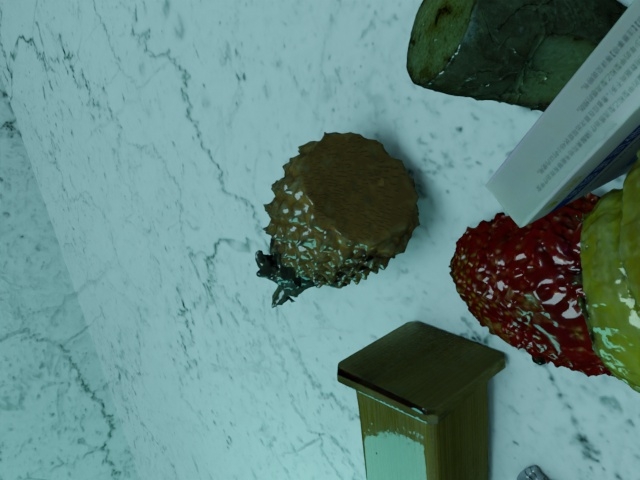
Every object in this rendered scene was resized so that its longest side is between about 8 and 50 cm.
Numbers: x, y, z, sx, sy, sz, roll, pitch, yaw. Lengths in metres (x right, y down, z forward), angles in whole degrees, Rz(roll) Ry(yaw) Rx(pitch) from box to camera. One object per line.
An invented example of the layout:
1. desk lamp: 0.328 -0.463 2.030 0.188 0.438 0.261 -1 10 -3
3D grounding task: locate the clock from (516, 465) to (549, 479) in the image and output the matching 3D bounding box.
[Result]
1. clock: 0.324 0.419 0.977 0.176 0.117 0.080 45 135 26

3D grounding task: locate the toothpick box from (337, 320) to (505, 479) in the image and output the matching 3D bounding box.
1. toothpick box: 0.162 0.313 1.075 0.187 0.190 0.308 16 121 42

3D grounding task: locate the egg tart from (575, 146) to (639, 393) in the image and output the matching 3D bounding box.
1. egg tart: 0.329 0.047 0.676 0.115 0.290 0.290 -10 99 31

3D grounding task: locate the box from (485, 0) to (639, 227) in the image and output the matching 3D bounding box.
1. box: 0.313 -0.154 0.635 0.065 0.200 0.343 56 149 18

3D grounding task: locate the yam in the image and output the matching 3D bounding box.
1. yam: 0.218 -0.220 0.759 0.154 0.254 0.154 -9 79 62

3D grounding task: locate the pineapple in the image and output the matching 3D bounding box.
1. pineapple: 0.001 -0.002 1.115 0.223 0.223 0.357 57 148 15

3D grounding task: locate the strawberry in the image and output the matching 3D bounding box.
1. strawberry: 0.268 0.076 0.884 0.306 0.137 0.233 -18 93 49
